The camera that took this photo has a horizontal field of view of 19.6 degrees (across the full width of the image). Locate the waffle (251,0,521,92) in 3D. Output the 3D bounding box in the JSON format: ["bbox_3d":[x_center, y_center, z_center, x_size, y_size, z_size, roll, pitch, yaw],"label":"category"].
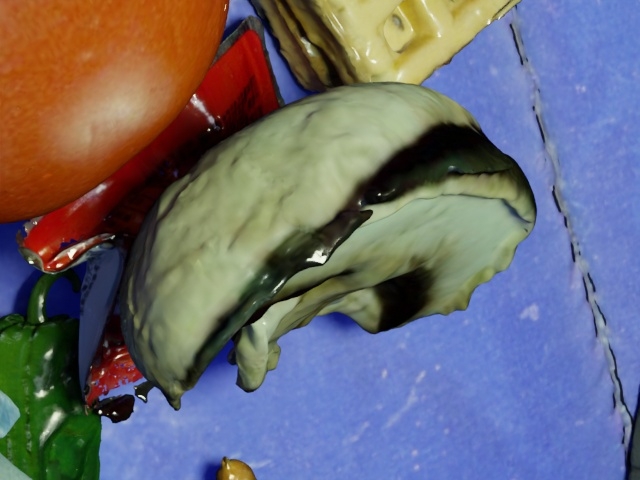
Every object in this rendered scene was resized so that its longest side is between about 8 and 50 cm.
[{"bbox_3d":[0.096,-0.289,1.277,0.376,0.114,0.261,-39,113,-21],"label":"waffle"}]

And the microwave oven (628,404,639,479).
[{"bbox_3d":[0.507,0.091,1.493,0.432,0.236,0.374,10,91,-31],"label":"microwave oven"}]

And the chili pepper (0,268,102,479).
[{"bbox_3d":[-0.172,0.148,1.207,0.100,0.074,0.257,-15,108,-31],"label":"chili pepper"}]

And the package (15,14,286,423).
[{"bbox_3d":[-0.085,-0.009,1.208,0.269,0.071,0.194,-36,127,-38],"label":"package"}]

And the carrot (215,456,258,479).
[{"bbox_3d":[-0.032,0.261,1.307,0.059,0.059,0.248,-22,105,-26],"label":"carrot"}]

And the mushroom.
[{"bbox_3d":[-0.002,-0.001,1.169,0.344,0.247,0.130,-16,65,-49],"label":"mushroom"}]

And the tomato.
[{"bbox_3d":[-0.206,-0.161,1.003,0.321,0.321,0.321,-4,98,-30],"label":"tomato"}]

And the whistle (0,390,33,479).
[{"bbox_3d":[-0.278,0.125,1.108,0.269,0.093,0.180,29,124,-16],"label":"whistle"}]
